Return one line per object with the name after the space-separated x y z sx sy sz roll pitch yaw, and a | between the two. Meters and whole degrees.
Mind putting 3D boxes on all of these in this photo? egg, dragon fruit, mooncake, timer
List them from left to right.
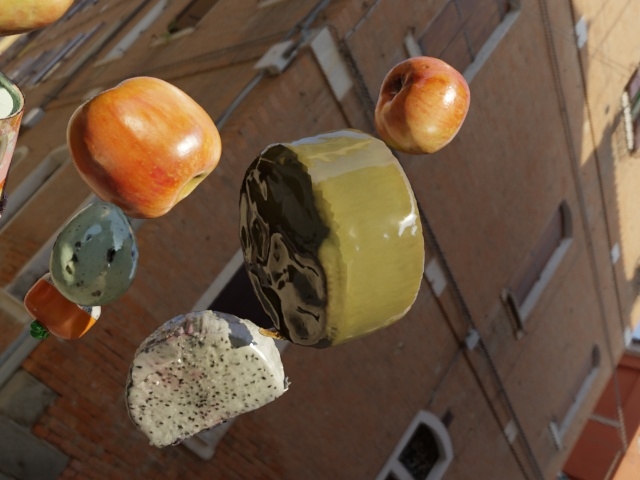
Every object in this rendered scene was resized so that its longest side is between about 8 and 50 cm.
-0.494 0.134 1.341 0.136 0.136 0.099 36 -13 1 | timer
-0.341 0.019 1.081 0.131 0.164 0.131 0 -28 0 | egg
-0.222 0.224 1.347 0.221 0.283 0.203 -89 156 -75 | dragon fruit
0.000 0.000 0.955 0.284 0.156 0.284 35 -48 49 | mooncake

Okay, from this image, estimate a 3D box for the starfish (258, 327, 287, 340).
0.013 0.105 1.199 0.248 0.138 0.050 -8 -42 20 | starfish

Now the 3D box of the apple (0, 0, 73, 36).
-0.652 -0.597 1.418 0.391 0.391 0.346 41 -15 -14 | apple

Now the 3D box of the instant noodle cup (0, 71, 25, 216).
-0.645 -0.176 1.247 0.243 0.243 0.231 36 -61 3 | instant noodle cup

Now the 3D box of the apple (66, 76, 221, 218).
-0.318 -0.175 1.278 0.241 0.242 0.242 46 -20 -4 | apple

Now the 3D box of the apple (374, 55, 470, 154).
0.204 -0.277 1.479 0.164 0.209 0.209 25 -10 -35 | apple
